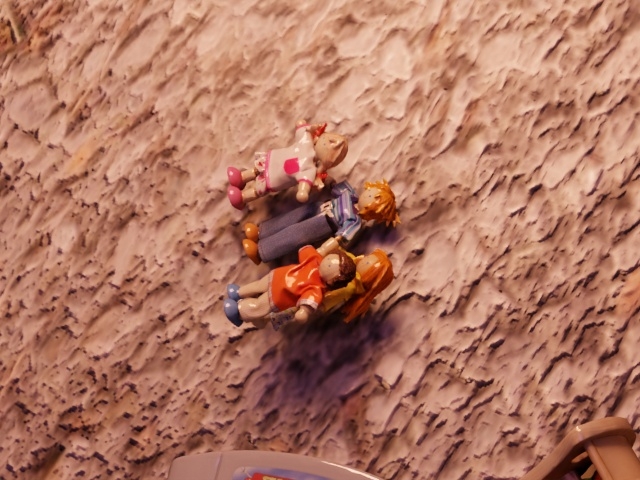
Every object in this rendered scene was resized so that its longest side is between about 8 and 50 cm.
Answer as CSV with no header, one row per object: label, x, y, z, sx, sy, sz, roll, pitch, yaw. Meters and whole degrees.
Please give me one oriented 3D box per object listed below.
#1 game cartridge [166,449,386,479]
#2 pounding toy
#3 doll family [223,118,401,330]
game cartridge,-0.030,0.309,1.646,0.297,0.062,0.198,7,77,22
pounding toy,0.247,0.264,1.506,0.269,0.154,0.155,-31,63,7
doll family,0.000,0.000,1.736,0.163,0.118,0.263,-19,47,19
